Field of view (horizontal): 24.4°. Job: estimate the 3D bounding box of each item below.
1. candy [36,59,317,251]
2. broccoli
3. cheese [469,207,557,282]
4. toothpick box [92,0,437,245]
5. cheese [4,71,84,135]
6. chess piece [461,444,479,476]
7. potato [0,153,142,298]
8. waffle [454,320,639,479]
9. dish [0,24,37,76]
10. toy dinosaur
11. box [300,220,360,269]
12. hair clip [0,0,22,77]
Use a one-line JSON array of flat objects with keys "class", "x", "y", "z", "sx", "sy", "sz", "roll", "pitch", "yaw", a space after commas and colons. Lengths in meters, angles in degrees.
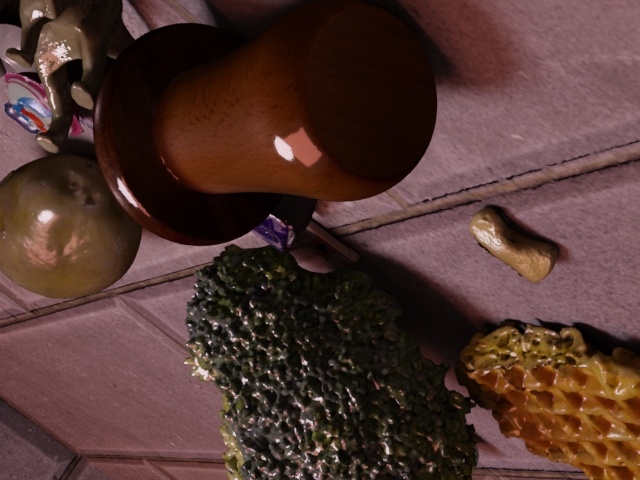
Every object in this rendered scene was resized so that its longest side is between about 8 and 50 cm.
[{"class": "candy", "x": -0.146, "y": -0.097, "z": 1.488, "sx": 0.312, "sy": 0.061, "sz": 0.088, "roll": 31, "pitch": 161, "yaw": 6}, {"class": "broccoli", "x": -0.010, "y": 0.176, "z": 1.588, "sx": 0.375, "sy": 0.249, "sz": 0.302, "roll": 42, "pitch": 165, "yaw": -1}, {"class": "cheese", "x": 0.168, "y": 0.002, "z": 1.297, "sx": 0.083, "sy": 0.030, "sz": 0.044, "roll": 38, "pitch": 138, "yaw": 1}, {"class": "toothpick box", "x": -0.051, "y": -0.097, "z": 1.195, "sx": 0.294, "sy": 0.192, "sz": 0.192, "roll": -7, "pitch": 135, "yaw": 50}, {"class": "cheese", "x": -0.281, "y": -0.133, "z": 1.475, "sx": 0.095, "sy": 0.038, "sz": 0.145, "roll": 42, "pitch": 160, "yaw": -16}, {"class": "chess piece", "x": 0.146, "y": 0.238, "z": 1.801, "sx": 0.067, "sy": 0.067, "sz": 0.103, "roll": 12, "pitch": 142, "yaw": 44}, {"class": "potato", "x": -0.306, "y": -0.018, "z": 1.769, "sx": 0.178, "sy": 0.160, "sz": 0.235, "roll": 0, "pitch": 153, "yaw": -22}, {"class": "waffle", "x": 0.268, "y": 0.172, "z": 1.485, "sx": 0.312, "sy": 0.060, "sz": 0.307, "roll": 20, "pitch": 154, "yaw": 28}, {"class": "dish", "x": -0.338, "y": -0.199, "z": 1.571, "sx": 0.137, "sy": 0.039, "sz": 0.091, "roll": 21, "pitch": 156, "yaw": 26}, {"class": "toy dinosaur", "x": -0.212, "y": -0.196, "z": 1.250, "sx": 0.077, "sy": 0.162, "sz": 0.294, "roll": 8, "pitch": 153, "yaw": 5}, {"class": "box", "x": 0.000, "y": 0.000, "z": 1.557, "sx": 0.083, "sy": 0.012, "sz": 0.046, "roll": 36, "pitch": 158, "yaw": -5}, {"class": "hair clip", "x": -0.351, "y": -0.241, "z": 1.426, "sx": 0.282, "sy": 0.113, "sz": 0.172, "roll": 25, "pitch": 158, "yaw": 35}]
